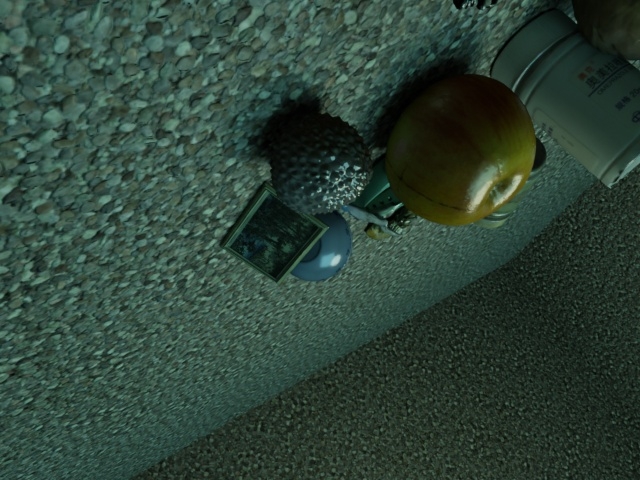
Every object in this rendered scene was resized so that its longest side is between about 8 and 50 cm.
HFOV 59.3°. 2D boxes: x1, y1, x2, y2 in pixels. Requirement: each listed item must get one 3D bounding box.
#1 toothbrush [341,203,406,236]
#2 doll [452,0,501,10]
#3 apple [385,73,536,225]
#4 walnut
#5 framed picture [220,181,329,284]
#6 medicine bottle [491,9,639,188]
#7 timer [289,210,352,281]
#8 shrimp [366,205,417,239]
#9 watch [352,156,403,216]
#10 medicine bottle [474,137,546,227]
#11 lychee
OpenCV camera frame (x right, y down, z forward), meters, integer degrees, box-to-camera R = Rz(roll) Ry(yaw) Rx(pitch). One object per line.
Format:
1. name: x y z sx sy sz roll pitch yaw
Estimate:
1. toothbrush: 0.121 -0.048 1.269 0.042 0.035 0.413 -55 157 10
2. doll: 0.296 -0.405 0.847 0.219 0.067 0.091 -24 162 -14
3. apple: 0.263 -0.163 1.063 0.286 0.233 0.286 -30 147 -22
4. walnut: 0.565 -0.440 0.961 0.248 0.248 0.248 -31 160 -13
5. framed picture: -0.090 -0.006 1.050 0.183 0.142 0.011 -49 -169 34
6. medicine bottle: 0.515 -0.282 1.104 0.190 0.332 0.190 -35 161 -14
7. timer: -0.019 -0.003 1.189 0.175 0.175 0.255 -35 -170 -1
8. shrimp: 0.204 -0.063 1.514 0.150 0.051 0.217 -9 152 -38
9. watch: 0.177 -0.130 1.281 0.237 0.068 0.195 -26 160 -21
10. medicine bottle: 0.527 -0.171 1.630 0.151 0.151 0.322 -30 160 -14
11. lychee: -0.011 -0.120 0.887 0.165 0.197 0.165 -27 122 -54
